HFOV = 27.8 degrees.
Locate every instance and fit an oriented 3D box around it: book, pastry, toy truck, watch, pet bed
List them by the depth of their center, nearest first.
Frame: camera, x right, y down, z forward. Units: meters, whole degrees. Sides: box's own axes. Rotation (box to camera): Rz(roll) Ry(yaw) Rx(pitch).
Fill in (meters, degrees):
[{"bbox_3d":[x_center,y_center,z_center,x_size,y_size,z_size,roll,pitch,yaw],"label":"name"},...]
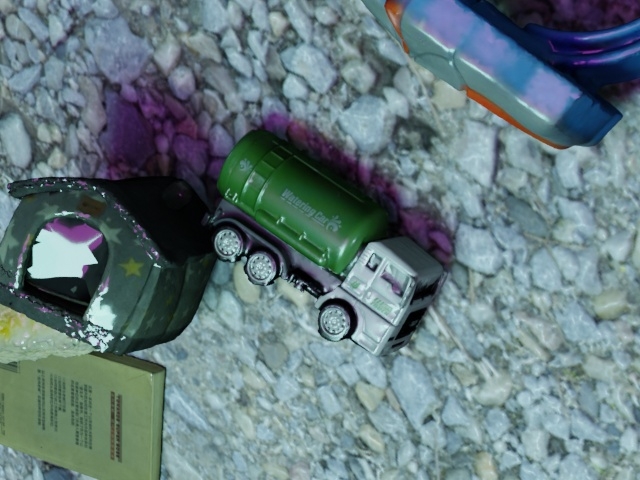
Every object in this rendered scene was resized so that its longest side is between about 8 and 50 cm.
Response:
[{"bbox_3d":[0.169,-0.246,1.018,0.305,0.241,0.274,40,103,13],"label":"watch"},{"bbox_3d":[0.000,0.000,1.237,0.242,0.101,0.125,36,107,18],"label":"toy truck"},{"bbox_3d":[-0.198,0.004,1.263,0.183,0.211,0.159,24,97,14],"label":"pet bed"},{"bbox_3d":[-0.352,0.089,1.438,0.258,0.089,0.122,-15,56,20],"label":"pastry"},{"bbox_3d":[-0.283,0.190,1.490,0.230,0.026,0.161,14,112,25],"label":"book"}]
